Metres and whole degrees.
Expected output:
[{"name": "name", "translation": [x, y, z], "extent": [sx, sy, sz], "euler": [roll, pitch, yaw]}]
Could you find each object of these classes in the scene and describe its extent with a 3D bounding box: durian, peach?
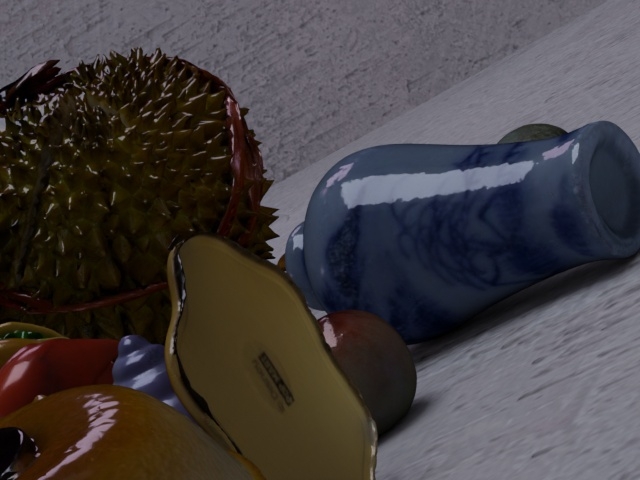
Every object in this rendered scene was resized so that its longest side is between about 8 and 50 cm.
[{"name": "durian", "translation": [-0.213, -0.025, 1.811], "extent": [0.347, 0.348, 0.384], "euler": [-32, -2, -7]}, {"name": "peach", "translation": [0.017, 0.081, 1.080], "extent": [0.083, 0.083, 0.083], "euler": [-31, 6, 3]}]

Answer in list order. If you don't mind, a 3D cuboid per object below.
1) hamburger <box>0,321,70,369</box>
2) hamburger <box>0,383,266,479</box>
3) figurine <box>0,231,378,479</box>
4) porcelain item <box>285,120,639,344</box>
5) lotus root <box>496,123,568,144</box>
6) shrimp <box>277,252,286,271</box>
[{"name": "hamburger", "translation": [-0.253, 0.149, 1.501], "extent": [0.162, 0.162, 0.115], "euler": [-31, 12, -4]}, {"name": "hamburger", "translation": [-0.112, 0.157, 0.751], "extent": [0.237, 0.147, 0.237], "euler": [-31, 12, 7]}, {"name": "figurine", "translation": [-0.111, 0.126, 0.972], "extent": [0.257, 0.181, 0.208], "euler": [-29, 43, 26]}, {"name": "porcelain item", "translation": [0.089, -0.008, 1.211], "extent": [0.259, 0.141, 0.141], "euler": [-17, 13, 38]}, {"name": "lotus root", "translation": [0.147, -0.031, 1.353], "extent": [0.088, 0.088, 0.165], "euler": [-26, 17, 39]}, {"name": "shrimp", "translation": [0.000, 0.000, 2.069], "extent": [0.091, 0.025, 0.127], "euler": [-27, 11, 30]}]
